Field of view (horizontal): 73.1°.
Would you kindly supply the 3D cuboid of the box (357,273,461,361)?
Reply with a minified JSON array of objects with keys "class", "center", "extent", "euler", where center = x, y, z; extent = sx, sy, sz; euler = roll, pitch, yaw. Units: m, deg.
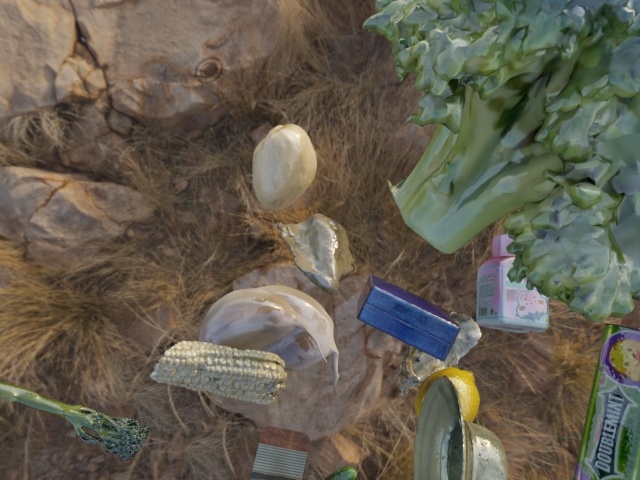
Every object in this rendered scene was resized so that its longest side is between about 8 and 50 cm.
[{"class":"box","center":[0.246,0.212,1.273],"extent":[0.261,0.279,0.116],"euler":[24,94,4]}]

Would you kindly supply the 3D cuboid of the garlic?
[{"class":"garlic","center":[-0.115,0.221,1.032],"extent":[0.339,0.231,0.246],"euler":[8,75,7]}]

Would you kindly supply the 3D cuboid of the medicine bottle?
[{"class":"medicine bottle","center":[0.392,0.087,0.885],"extent":[0.119,0.094,0.188],"euler":[11,74,-12]}]

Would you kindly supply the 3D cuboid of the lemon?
[{"class":"lemon","center":[0.402,0.512,1.377],"extent":[0.188,0.188,0.257],"euler":[37,72,19]}]

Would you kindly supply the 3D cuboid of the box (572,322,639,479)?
[{"class":"box","center":[0.621,0.354,0.880],"extent":[0.134,0.097,0.346],"euler":[8,78,52]}]

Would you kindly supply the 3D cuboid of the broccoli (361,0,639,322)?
[{"class":"broccoli","center":[0.195,-0.114,0.373],"extent":[0.338,0.277,0.318],"euler":[15,118,17]}]

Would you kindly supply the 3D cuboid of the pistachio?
[{"class":"pistachio","center":[-0.082,-0.162,0.981],"extent":[0.145,0.117,0.201],"euler":[10,108,-4]}]

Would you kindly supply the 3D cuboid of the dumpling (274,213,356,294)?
[{"class":"dumpling","center":[0.005,0.000,0.784],"extent":[0.086,0.332,0.166],"euler":[-44,86,7]}]

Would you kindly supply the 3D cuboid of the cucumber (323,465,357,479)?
[{"class":"cucumber","center":[0.031,0.534,0.957],"extent":[0.037,0.037,0.155],"euler":[51,123,20]}]

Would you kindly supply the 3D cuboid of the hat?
[{"class":"hat","center":[0.228,0.346,0.672],"extent":[0.109,0.252,0.252],"euler":[11,77,2]}]

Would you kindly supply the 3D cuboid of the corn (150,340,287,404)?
[{"class":"corn","center":[-0.157,0.208,0.700],"extent":[0.210,0.087,0.087],"euler":[17,77,-13]}]

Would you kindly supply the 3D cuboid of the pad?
[{"class":"pad","center":[-0.054,0.747,1.362],"extent":[0.322,0.055,0.250],"euler":[11,74,6]}]

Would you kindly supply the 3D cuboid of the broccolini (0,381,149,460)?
[{"class":"broccolini","center":[-0.533,0.331,0.853],"extent":[0.391,0.079,0.074],"euler":[24,114,-10]}]

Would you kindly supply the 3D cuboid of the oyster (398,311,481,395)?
[{"class":"oyster","center":[0.404,0.395,1.602],"extent":[0.396,0.111,0.204],"euler":[-39,110,-1]}]
